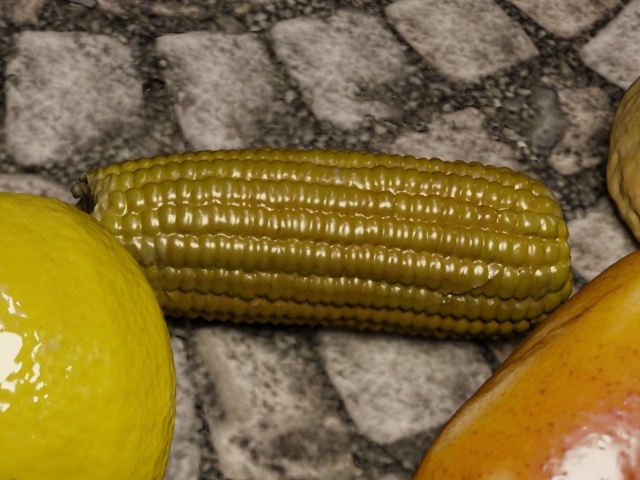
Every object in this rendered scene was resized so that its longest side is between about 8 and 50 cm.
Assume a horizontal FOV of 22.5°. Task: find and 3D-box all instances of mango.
[{"bbox_3d":[0.180,0.135,1.008,0.350,0.199,0.201,-51,118,-23],"label":"mango"}]

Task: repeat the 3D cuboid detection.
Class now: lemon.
[{"bbox_3d":[-0.199,0.102,0.926,0.240,0.240,0.219,-7,65,-17],"label":"lemon"}]

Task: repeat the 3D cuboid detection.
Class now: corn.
[{"bbox_3d":[0.000,0.000,1.113,0.344,0.131,0.131,3,53,-9],"label":"corn"}]

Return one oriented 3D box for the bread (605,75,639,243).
[{"bbox_3d":[0.342,-0.073,1.236,0.244,0.134,0.244,6,55,-8],"label":"bread"}]
